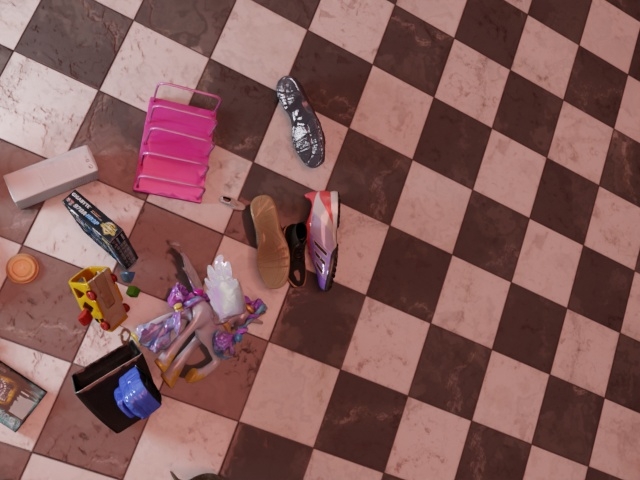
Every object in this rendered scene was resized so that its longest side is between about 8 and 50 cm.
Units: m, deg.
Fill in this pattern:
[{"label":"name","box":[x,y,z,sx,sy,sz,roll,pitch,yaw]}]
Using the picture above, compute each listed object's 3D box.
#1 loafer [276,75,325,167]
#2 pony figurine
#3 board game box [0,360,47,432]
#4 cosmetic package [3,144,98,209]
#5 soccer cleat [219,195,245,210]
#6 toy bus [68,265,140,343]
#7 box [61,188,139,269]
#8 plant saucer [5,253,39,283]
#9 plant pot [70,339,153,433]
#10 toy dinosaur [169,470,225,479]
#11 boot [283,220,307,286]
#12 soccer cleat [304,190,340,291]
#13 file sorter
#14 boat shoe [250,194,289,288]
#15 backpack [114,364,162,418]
[{"label":"loafer","box":[-0.044,-0.380,2.006,0.095,0.109,0.303,-22,91,-64]},{"label":"pony figurine","box":[-0.333,0.206,1.763,0.363,0.302,0.351,-40,128,-23]},{"label":"board game box","box":[-0.842,0.403,1.665,0.186,0.026,0.126,39,73,-10]},{"label":"cosmetic package","box":[-0.736,-0.174,1.733,0.231,0.117,0.086,-25,90,-21]},{"label":"soccer cleat","box":[-0.268,-0.115,1.924,0.083,0.035,0.029,25,75,-14]},{"label":"toy bus","box":[-0.608,0.169,1.733,0.104,0.191,0.202,1,74,27]},{"label":"box","box":[-0.584,-0.025,1.686,0.175,0.220,0.051,38,71,10]},{"label":"plant saucer","box":[-0.817,0.077,1.725,0.083,0.013,0.084,2,82,-19]},{"label":"plant pot","box":[-0.539,0.401,1.696,0.187,0.188,0.167,-31,106,-20]},{"label":"toy dinosaur","box":[-0.301,0.735,1.773,0.313,0.121,0.160,45,60,-3]},{"label":"boot","box":[-0.070,0.042,1.916,0.076,0.137,0.198,-11,87,-19]},{"label":"soccer cleat","box":[0.000,0.000,1.976,0.116,0.108,0.318,3,83,2]},{"label":"file sorter","box":[-0.410,-0.281,1.822,0.202,0.182,0.291,11,79,-17]},{"label":"boat shoe","box":[-0.149,0.006,1.917,0.102,0.092,0.285,-14,83,3]},{"label":"backpack","box":[-0.453,0.392,1.573,0.101,0.120,0.098,-44,120,-13]}]
